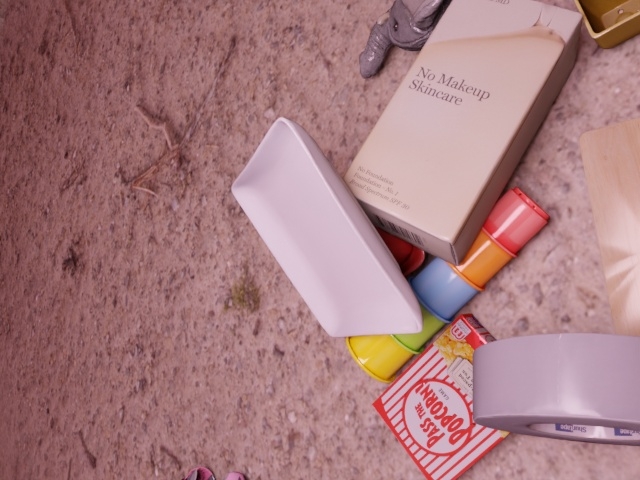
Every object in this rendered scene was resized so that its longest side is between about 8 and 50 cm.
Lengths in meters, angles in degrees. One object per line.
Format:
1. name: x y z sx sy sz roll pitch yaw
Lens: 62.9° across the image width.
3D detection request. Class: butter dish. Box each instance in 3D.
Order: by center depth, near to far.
1. butter dish: 0.053 -0.008 0.767 0.160 0.118 0.160 -45 54 53

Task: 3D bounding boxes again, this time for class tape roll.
1. tape roll: 0.264 0.154 0.520 0.219 0.219 0.072 -10 62 35

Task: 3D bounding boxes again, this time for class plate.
1. plate: 0.000 0.000 0.681 0.277 0.045 0.278 56 156 -2

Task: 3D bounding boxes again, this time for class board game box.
1. board game box: 0.182 0.218 0.707 0.193 0.045 0.147 -52 59 20

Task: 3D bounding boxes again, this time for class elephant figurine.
1. elephant figurine: 0.163 -0.349 0.752 0.169 0.186 0.239 8 102 -5

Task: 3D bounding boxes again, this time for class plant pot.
1. plant pot: 0.356 -0.276 0.620 0.081 0.083 0.081 -25 70 31

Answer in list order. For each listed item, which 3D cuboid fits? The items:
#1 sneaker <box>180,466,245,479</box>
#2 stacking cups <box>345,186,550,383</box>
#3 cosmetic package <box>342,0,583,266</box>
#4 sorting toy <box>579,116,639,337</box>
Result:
1. sneaker: -0.250 0.491 0.973 0.319 0.112 0.131 -13 59 32
2. stacking cups: 0.166 0.056 0.716 0.316 0.096 0.096 -51 58 18
3. cosmetic package: 0.174 -0.143 0.652 0.160 0.113 0.309 27 83 25
4. sorting toy: 0.428 -0.013 0.528 0.255 0.089 0.257 -13 77 35
